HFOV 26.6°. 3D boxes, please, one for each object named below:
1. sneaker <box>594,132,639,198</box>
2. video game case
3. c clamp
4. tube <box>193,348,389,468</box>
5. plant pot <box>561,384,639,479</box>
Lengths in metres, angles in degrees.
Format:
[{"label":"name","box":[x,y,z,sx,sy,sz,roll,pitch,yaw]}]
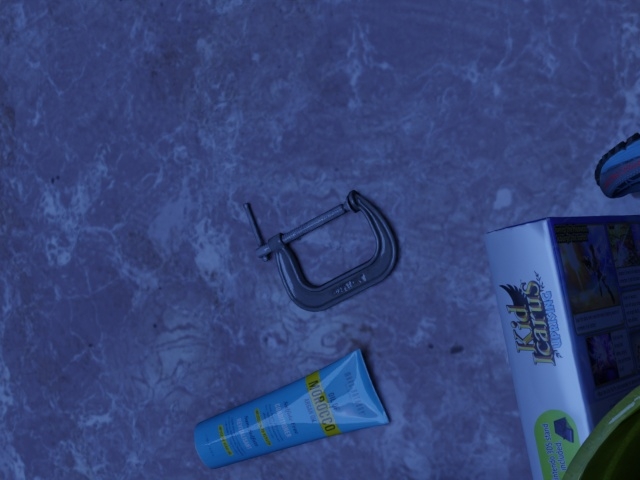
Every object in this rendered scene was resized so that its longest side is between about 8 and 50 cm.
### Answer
[{"label":"sneaker","box":[0.364,-0.054,1.153,0.261,0.104,0.125,-12,88,28]},{"label":"video game case","box":[0.237,0.103,1.129,0.061,0.269,0.244,-13,85,30]},{"label":"c clamp","box":[0.000,0.000,1.396,0.160,0.022,0.137,-22,81,28]},{"label":"tube","box":[-0.033,0.184,1.408,0.207,0.052,0.080,-23,91,21]},{"label":"plant pot","box":[0.379,0.218,0.950,0.366,0.353,0.367,2,96,26]}]
